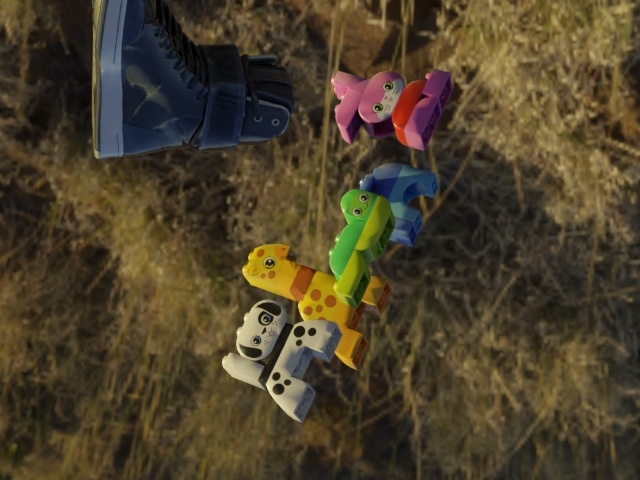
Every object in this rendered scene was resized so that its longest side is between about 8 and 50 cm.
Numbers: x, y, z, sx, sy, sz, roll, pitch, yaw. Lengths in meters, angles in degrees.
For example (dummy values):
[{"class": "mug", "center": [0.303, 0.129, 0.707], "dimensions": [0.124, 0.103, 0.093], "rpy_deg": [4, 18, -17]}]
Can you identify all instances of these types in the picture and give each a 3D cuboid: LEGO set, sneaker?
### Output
[{"class": "LEGO set", "center": [0.000, 0.000, 0.654], "dimensions": [0.093, 0.227, 0.087], "rpy_deg": [18, 160, 21]}, {"class": "sneaker", "center": [-0.097, -0.149, 0.821], "dimensions": [0.163, 0.086, 0.226], "rpy_deg": [-1, 148, -11]}]
